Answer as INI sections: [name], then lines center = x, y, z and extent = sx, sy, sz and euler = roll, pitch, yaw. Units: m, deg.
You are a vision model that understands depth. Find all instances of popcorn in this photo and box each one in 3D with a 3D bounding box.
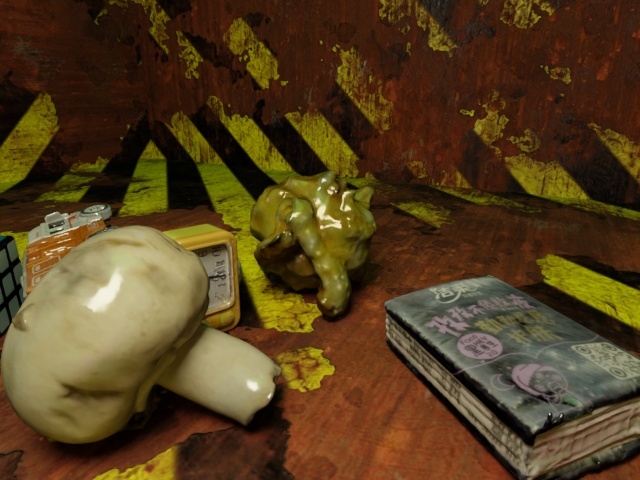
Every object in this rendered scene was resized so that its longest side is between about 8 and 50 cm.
[popcorn]
center = -0.003, -0.006, 0.992
extent = 0.325, 0.290, 0.321
euler = 23, 1, -30

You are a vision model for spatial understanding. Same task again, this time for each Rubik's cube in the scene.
[Rubik's cube]
center = -0.693, 0.092, 0.855
extent = 0.160, 0.163, 0.162
euler = -4, 23, -12

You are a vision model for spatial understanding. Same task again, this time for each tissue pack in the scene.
[tissue pack]
center = 0.290, 0.177, 0.684
extent = 0.259, 0.122, 0.361
euler = -9, 19, -20

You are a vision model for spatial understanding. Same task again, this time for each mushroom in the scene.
[mushroom]
center = -0.227, 0.151, 0.611
extent = 0.336, 0.315, 0.314
euler = 31, 19, -4

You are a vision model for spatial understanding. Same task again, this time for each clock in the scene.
[clock]
center = -0.231, 0.080, 0.832
extent = 0.143, 0.203, 0.096
euler = -14, 22, -37

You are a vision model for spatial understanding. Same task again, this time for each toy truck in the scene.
[toy truck]
center = -0.512, 0.060, 0.939
extent = 0.206, 0.174, 0.387
euler = -20, 28, -26

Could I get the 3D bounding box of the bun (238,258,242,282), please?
[bun]
center = -0.277, 0.057, 0.972
extent = 0.203, 0.127, 0.212
euler = -5, 7, 21
